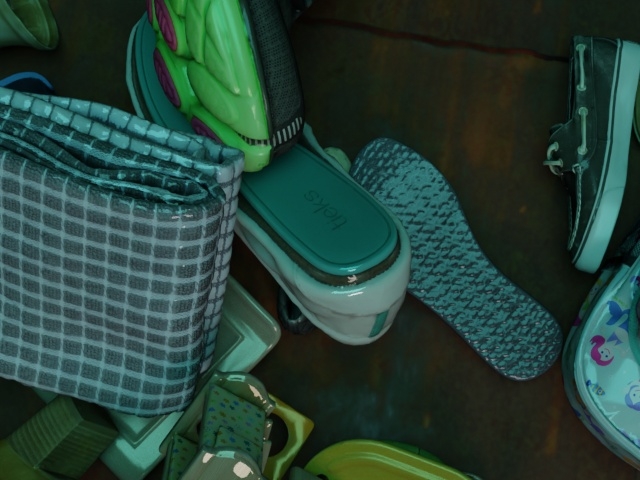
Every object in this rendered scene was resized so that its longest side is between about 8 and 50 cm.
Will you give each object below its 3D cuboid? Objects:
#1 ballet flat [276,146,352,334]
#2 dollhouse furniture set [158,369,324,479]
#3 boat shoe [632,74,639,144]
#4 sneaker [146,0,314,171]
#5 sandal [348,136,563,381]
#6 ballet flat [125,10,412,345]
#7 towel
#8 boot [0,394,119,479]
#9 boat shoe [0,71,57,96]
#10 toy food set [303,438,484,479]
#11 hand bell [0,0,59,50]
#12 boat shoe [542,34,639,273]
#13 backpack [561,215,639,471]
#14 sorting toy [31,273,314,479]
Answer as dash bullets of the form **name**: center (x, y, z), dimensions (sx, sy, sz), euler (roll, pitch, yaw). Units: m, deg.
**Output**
- **ballet flat**: center (0.000, 0.000, 1.183), dimensions (0.057, 0.049, 0.173), euler (11, 81, 2)
- **dollhouse furniture set**: center (-0.039, 0.210, 1.007), dimensions (0.161, 0.182, 0.101), euler (30, 113, -14)
- **boat shoe**: center (0.324, -0.171, 1.194), dimensions (0.068, 0.072, 0.190), euler (12, 81, 3)
- **sneaker**: center (-0.042, -0.278, 1.115), dimensions (0.202, 0.185, 0.483), euler (3, 59, -10)
- **sandal**: center (0.110, 0.022, 1.184), dimensions (0.097, 0.054, 0.254), euler (-38, 92, 2)
- **ballet flat**: center (-0.055, -0.056, 1.136), dimensions (0.139, 0.139, 0.400), euler (-35, 53, -5)
- **towel**: center (-0.214, 0.005, 1.040), dimensions (0.283, 0.235, 0.121), euler (15, 41, 5)
- **boot**: center (-0.215, 0.276, 1.063), dimensions (0.211, 0.104, 0.295), euler (-47, 46, 8)
- **boat shoe**: center (-0.338, -0.052, 1.170), dimensions (0.258, 0.109, 0.089), euler (-33, 85, -2)
- **toy food set**: center (0.087, 0.237, 1.142), dimensions (0.217, 0.071, 0.128), euler (21, 106, 6)
- **hand bell**: center (-0.373, -0.173, 1.204), dimensions (0.242, 0.126, 0.126), euler (-27, 81, 9)
- **boat shoe**: center (0.235, -0.079, 1.183), dimensions (0.070, 0.078, 0.219), euler (11, 73, 2)
- **backpack**: center (0.331, 0.083, 1.104), dimensions (0.225, 0.191, 0.253), euler (38, 88, 5)
- **sorting toy**: center (-0.158, 0.089, 1.175), dimensions (0.347, 0.047, 0.196), euler (44, 89, 8)
